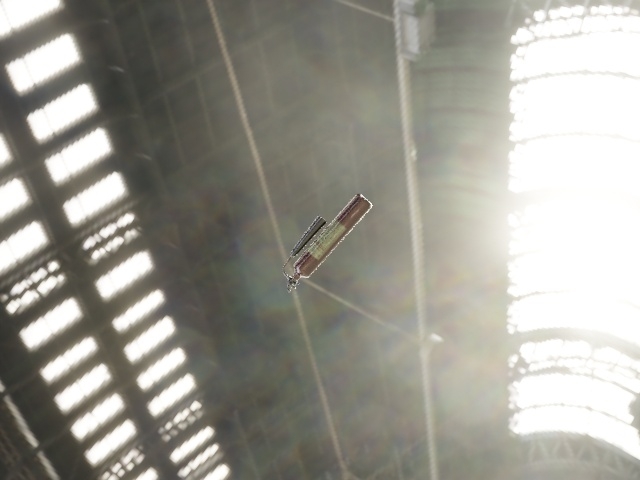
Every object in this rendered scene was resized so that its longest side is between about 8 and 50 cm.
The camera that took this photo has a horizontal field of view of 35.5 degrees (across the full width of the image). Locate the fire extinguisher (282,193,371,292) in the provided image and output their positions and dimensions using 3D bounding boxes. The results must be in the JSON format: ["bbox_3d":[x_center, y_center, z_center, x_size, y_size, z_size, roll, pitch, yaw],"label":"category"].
[{"bbox_3d":[0.000,0.000,1.416,0.049,0.035,0.173,41,-89,-18],"label":"fire extinguisher"}]
